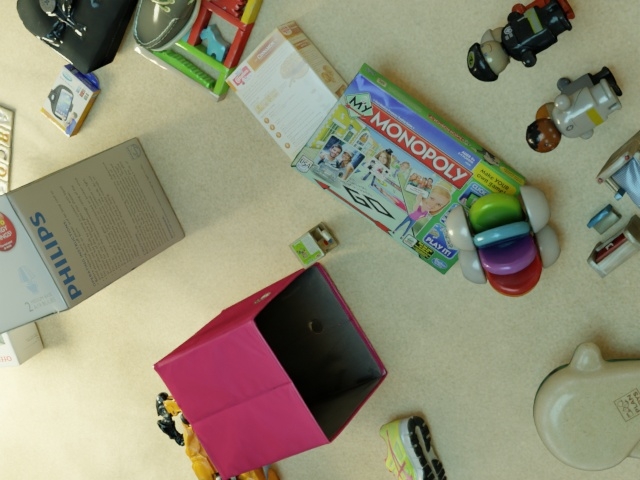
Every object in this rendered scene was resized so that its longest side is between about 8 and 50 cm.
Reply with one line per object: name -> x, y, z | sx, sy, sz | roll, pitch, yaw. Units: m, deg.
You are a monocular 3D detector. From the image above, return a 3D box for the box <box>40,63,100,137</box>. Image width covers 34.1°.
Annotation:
box -> -0.475, -0.272, 1.992 | 0.081, 0.028, 0.136 | 42, 125, 7

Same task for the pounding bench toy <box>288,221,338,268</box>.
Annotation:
pounding bench toy -> 0.000, 0.000, 1.836 | 0.083, 0.065, 0.052 | -34, 92, 34

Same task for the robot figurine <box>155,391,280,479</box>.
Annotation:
robot figurine -> -0.209, 0.396, 2.103 | 0.211, 0.085, 0.291 | -21, 101, 32

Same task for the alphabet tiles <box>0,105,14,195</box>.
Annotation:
alphabet tiles -> -0.722, -0.191, 2.167 | 0.198, 0.009, 0.237 | 22, 119, 18

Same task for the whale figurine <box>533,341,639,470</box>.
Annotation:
whale figurine -> 0.473, 0.249, 1.677 | 0.272, 0.141, 0.216 | -33, 94, 9

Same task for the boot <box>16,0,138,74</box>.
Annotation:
boot -> -0.421, -0.561, 1.789 | 0.367, 0.146, 0.445 | 51, 136, 16

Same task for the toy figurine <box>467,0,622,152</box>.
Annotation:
toy figurine -> 0.318, -0.234, 1.484 | 0.148, 0.213, 0.209 | -31, 99, 22

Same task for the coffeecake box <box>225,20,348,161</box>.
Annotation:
coffeecake box -> -0.045, -0.249, 1.752 | 0.142, 0.068, 0.185 | -40, 90, 33

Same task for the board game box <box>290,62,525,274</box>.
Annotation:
board game box -> 0.138, -0.110, 1.688 | 0.317, 0.046, 0.213 | 35, 125, -5

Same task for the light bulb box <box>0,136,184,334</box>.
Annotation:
light bulb box -> -0.516, 0.010, 1.933 | 0.358, 0.361, 0.225 | -21, 100, 33

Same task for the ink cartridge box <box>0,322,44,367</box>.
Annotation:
ink cartridge box -> -0.713, 0.166, 2.264 | 0.154, 0.093, 0.212 | -7, 109, 29

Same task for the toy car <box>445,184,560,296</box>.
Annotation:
toy car -> 0.288, 0.013, 1.615 | 0.159, 0.136, 0.182 | -16, 130, 11

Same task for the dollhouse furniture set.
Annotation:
dollhouse furniture set -> 0.442, -0.045, 1.548 | 0.129, 0.129, 0.183 | 47, 124, 3

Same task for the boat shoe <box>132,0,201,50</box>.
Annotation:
boat shoe -> -0.240, -0.434, 1.723 | 0.109, 0.091, 0.305 | 43, 123, 7

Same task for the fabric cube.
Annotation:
fabric cube -> -0.086, 0.231, 1.869 | 0.258, 0.254, 0.259 | -27, 97, 35

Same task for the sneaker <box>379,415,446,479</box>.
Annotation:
sneaker -> 0.167, 0.420, 1.928 | 0.094, 0.081, 0.208 | -9, 100, 37

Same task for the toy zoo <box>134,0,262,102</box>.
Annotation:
toy zoo -> -0.199, -0.408, 1.787 | 0.192, 0.030, 0.293 | 34, 122, 12
